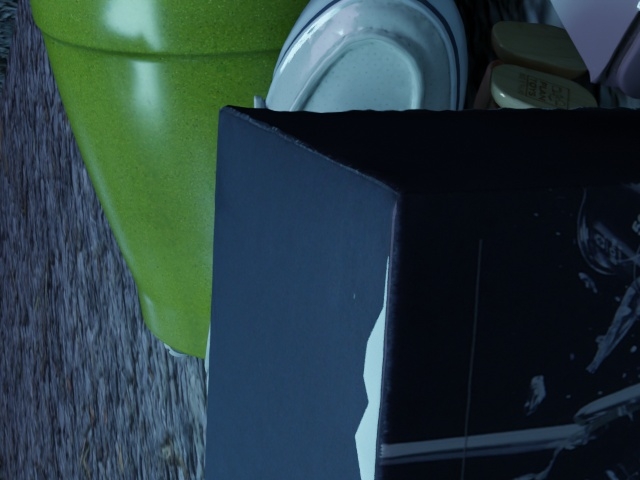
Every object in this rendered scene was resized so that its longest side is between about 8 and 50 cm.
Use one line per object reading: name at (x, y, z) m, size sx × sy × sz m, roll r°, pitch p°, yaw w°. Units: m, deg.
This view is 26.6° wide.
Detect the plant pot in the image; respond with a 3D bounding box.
plant pot at (-0.048, -0.101, 1.127) m, size 0.366 × 0.366 × 0.353 m, roll -136°, pitch 37°, yaw -60°

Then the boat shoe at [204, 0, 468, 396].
boat shoe at (-0.009, -0.002, 0.899) m, size 0.156 × 0.136 × 0.367 m, roll -74°, pitch 8°, yaw -51°

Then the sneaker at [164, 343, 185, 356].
sneaker at (-0.177, 0.071, 1.750) m, size 0.075 × 0.063 × 0.170 m, roll -167°, pitch 72°, yaw -67°

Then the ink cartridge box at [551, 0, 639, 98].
ink cartridge box at (0.191, -0.215, 0.639) m, size 0.129 × 0.223 × 0.307 m, roll 115°, pitch 146°, yaw -45°

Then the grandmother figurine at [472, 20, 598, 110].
grandmother figurine at (0.102, 0.019, 0.996) m, size 0.208 × 0.104 × 0.342 m, roll -65°, pitch -3°, yaw -52°

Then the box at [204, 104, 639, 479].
box at (0.121, 0.119, 0.595) m, size 0.179 × 0.312 × 0.343 m, roll -147°, pitch 57°, yaw -63°
